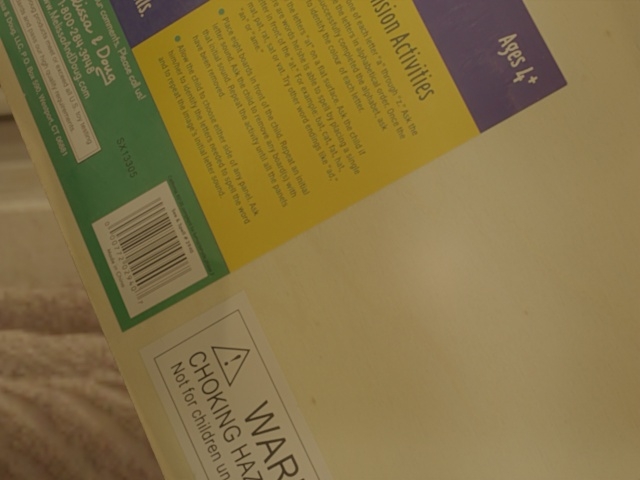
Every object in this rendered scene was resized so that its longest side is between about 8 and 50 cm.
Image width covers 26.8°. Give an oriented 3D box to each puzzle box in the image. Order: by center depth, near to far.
[{"bbox_3d":[0.070,0.004,0.405,0.409,0.272,0.052,65,15,15],"label":"puzzle box"}]
